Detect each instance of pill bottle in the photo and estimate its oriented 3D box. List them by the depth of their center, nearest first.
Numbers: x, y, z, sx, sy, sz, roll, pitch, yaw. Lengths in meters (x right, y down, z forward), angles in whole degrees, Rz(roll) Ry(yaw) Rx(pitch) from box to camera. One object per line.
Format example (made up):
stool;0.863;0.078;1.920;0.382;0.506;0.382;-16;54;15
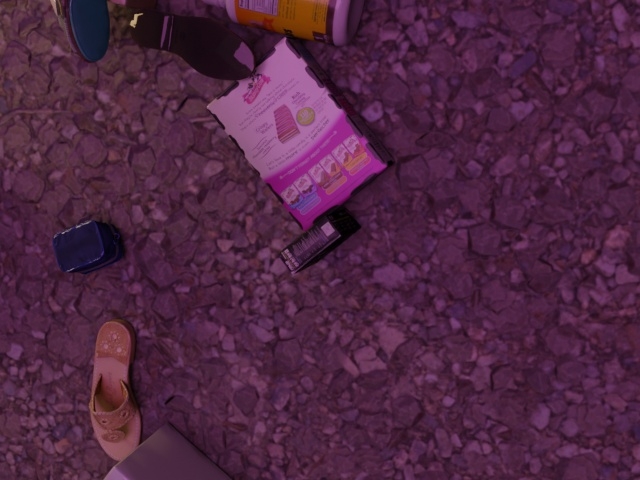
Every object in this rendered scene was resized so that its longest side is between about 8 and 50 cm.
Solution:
pill bottle;-0.052;-0.346;1.399;0.215;0.117;0.117;15;103;11

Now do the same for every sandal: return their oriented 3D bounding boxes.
sandal;-0.337;0.248;1.594;0.088;0.079;0.240;5;101;13

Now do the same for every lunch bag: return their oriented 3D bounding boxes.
lunch bag;-0.355;0.010;1.565;0.098;0.065;0.067;-19;79;17

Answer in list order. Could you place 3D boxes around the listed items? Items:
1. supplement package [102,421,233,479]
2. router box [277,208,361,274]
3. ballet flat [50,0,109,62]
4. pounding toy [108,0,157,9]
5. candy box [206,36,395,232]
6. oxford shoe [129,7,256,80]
supplement package;-0.274;0.464;1.555;0.199;0.198;0.263;40;107;5
router box;0.000;0.000;1.445;0.092;0.122;0.038;-39;85;16
ballet flat;-0.340;-0.352;1.370;0.079;0.077;0.222;22;133;31
pounding toy;-0.291;-0.392;1.437;0.130;0.141;0.100;19;103;10
candy box;-0.028;-0.152;1.451;0.159;0.071;0.233;-38;90;17
oxford shoe;-0.168;-0.284;1.445;0.212;0.076;0.076;27;108;25
